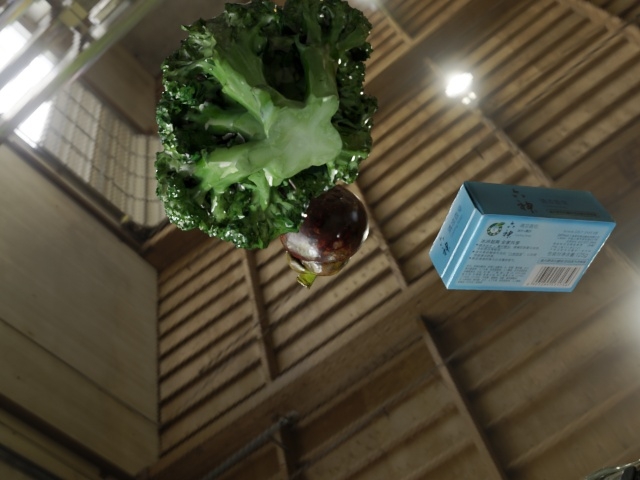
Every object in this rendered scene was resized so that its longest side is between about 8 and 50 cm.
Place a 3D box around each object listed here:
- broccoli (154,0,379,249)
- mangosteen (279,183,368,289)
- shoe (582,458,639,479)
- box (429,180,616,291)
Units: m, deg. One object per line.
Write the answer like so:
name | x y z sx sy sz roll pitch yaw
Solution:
broccoli | -0.050 -0.129 0.839 0.294 0.265 0.245 -52 -157 13
mangosteen | 0.010 -0.005 1.265 0.146 0.181 0.156 -7 -152 14
shoe | 0.428 0.341 1.045 0.227 0.112 0.099 -31 -111 10
box | 0.295 -0.002 1.149 0.083 0.232 0.142 -109 -151 -45
